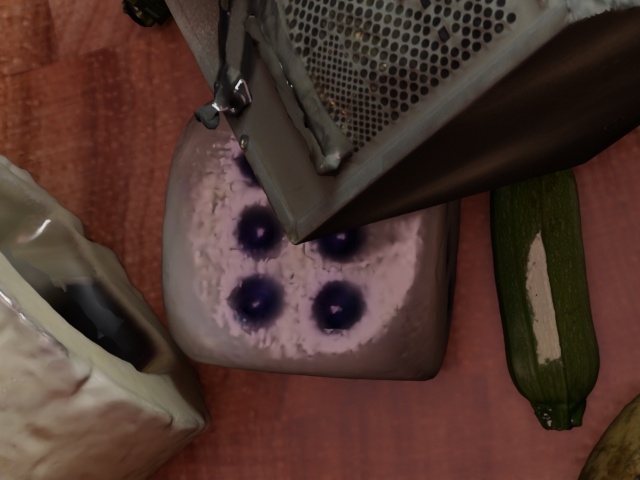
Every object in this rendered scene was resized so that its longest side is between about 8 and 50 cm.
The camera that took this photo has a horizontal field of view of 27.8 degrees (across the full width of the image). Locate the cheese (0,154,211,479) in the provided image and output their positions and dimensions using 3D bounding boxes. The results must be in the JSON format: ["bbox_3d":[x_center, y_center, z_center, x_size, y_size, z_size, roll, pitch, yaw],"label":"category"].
[{"bbox_3d":[-0.244,0.057,0.935,0.153,0.292,0.332,-43,68,5],"label":"cheese"}]

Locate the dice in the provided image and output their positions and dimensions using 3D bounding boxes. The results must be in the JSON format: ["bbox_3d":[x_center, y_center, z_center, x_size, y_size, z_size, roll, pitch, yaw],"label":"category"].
[{"bbox_3d":[0.000,0.000,0.936,0.194,0.192,0.193,5,86,12],"label":"dice"}]

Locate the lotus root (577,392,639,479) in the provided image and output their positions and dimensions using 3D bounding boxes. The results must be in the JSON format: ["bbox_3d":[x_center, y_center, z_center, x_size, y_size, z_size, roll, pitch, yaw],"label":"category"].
[{"bbox_3d":[0.255,0.174,0.912,0.138,0.138,0.214,26,80,11],"label":"lotus root"}]

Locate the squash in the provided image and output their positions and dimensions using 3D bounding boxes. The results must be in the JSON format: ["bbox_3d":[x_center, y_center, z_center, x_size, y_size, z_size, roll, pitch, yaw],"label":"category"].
[{"bbox_3d":[0.165,0.032,0.962,0.068,0.077,0.219,-8,87,18],"label":"squash"}]

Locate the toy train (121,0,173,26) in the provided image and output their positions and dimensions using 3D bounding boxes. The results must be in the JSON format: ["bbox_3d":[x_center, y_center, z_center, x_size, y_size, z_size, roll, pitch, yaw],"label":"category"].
[{"bbox_3d":[-0.084,-0.265,0.997,0.090,0.137,0.225,41,95,10],"label":"toy train"}]

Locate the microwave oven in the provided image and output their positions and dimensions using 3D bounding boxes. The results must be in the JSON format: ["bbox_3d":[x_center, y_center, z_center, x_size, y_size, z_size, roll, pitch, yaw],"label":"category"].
[{"bbox_3d":[0.048,-0.260,0.785,0.236,0.374,0.432,-39,74,44],"label":"microwave oven"}]
